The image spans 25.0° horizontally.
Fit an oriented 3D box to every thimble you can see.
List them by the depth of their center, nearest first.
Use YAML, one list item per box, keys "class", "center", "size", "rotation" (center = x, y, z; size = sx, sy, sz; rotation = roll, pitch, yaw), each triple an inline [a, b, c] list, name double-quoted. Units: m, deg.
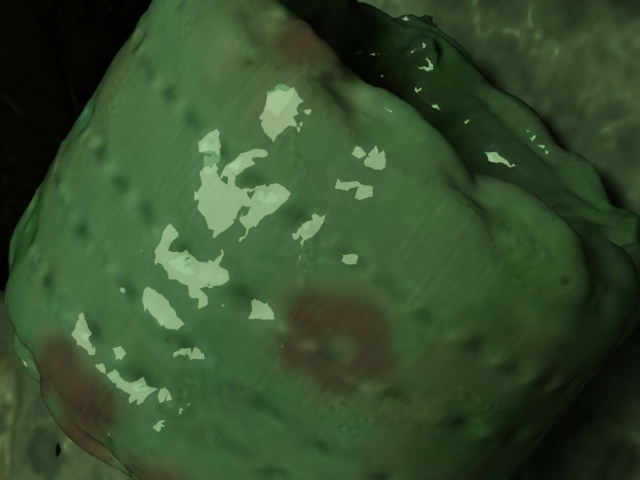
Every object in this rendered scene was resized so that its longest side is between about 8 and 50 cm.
- class: "thimble"
  center: [0.000, 0.000, 0.491]
  size: [0.149, 0.185, 0.211]
  rotation: [-54, 17, 18]

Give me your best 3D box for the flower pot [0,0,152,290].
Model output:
- class: "flower pot"
  center: [-0.220, -0.104, 0.615]
  size: [0.266, 0.267, 0.267]
  rotation: [0, 90, 34]
